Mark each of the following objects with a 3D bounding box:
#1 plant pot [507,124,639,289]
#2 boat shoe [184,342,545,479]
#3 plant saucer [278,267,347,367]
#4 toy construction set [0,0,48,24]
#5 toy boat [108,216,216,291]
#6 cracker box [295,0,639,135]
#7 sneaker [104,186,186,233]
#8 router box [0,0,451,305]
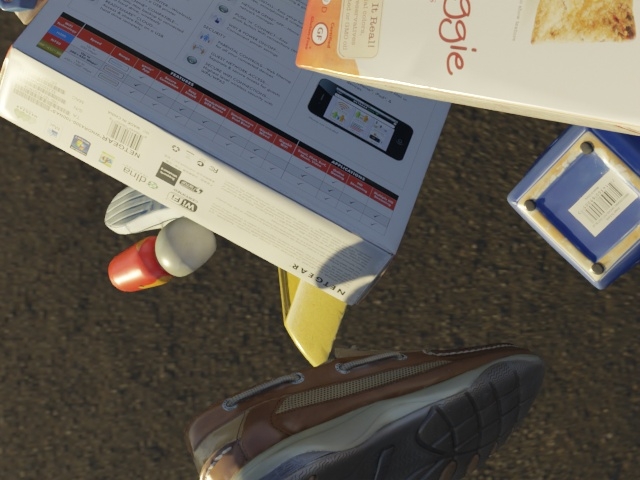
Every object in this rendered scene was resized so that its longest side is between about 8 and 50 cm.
[{"bbox_3d":[0.438,-0.079,1.760,0.236,0.212,0.236,46,123,8],"label":"plant pot"},{"bbox_3d":[0.042,0.126,0.893,0.116,0.324,0.123,44,129,35],"label":"boat shoe"},{"bbox_3d":[0.000,0.000,2.017,0.081,0.333,0.332,12,116,-12],"label":"plant saucer"},{"bbox_3d":[-0.311,-0.331,1.054,0.237,0.309,0.257,29,132,9],"label":"toy construction set"},{"bbox_3d":[-0.187,-0.099,1.364,0.148,0.267,0.318,-22,65,40],"label":"toy boat"},{"bbox_3d":[0.107,-0.120,0.431,0.232,0.067,0.155,16,97,39],"label":"cracker box"},{"bbox_3d":[-0.275,-0.047,2.044,0.258,0.091,0.094,-7,59,44],"label":"sneaker"},{"bbox_3d":[-0.056,-0.146,1.011,0.335,0.301,0.082,29,138,-5],"label":"router box"}]
